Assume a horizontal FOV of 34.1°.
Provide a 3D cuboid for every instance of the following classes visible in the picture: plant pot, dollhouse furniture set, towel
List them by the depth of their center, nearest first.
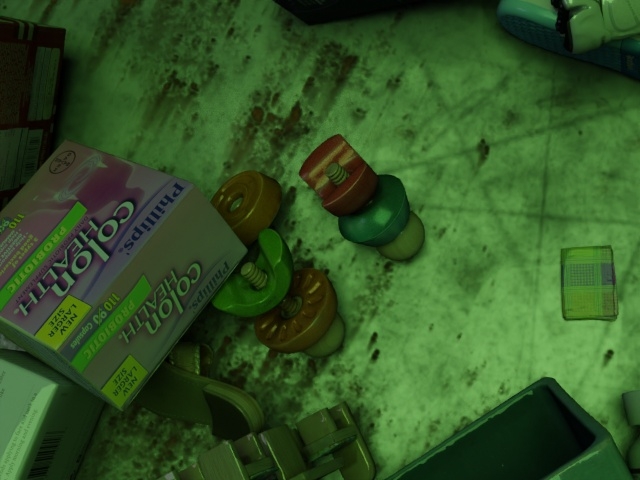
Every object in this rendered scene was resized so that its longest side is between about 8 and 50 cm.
[{"bbox_3d":[0.210,0.323,1.012,0.247,0.247,0.252,-33,95,2],"label":"plant pot"},{"bbox_3d":[-0.075,0.300,1.075,0.242,0.212,0.161,-33,75,29],"label":"dollhouse furniture set"},{"bbox_3d":[0.295,0.048,1.152,0.060,0.009,0.083,-3,80,10],"label":"towel"}]

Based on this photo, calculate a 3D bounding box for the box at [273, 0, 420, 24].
[{"bbox_3d":[0.066,-0.349,1.138,0.270,0.165,0.143,-6,79,28],"label":"box"}]

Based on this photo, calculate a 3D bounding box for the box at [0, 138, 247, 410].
[{"bbox_3d":[-0.243,0.027,1.110,0.243,0.117,0.214,21,65,41],"label":"box"}]

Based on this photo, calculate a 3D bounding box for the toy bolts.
[{"bbox_3d":[0.000,0.000,1.171,0.228,0.158,0.218,-40,36,11],"label":"toy bolts"}]

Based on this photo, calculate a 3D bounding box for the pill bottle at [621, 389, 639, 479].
[{"bbox_3d":[0.378,0.253,1.047,0.121,0.121,0.221,-12,78,7],"label":"pill bottle"}]

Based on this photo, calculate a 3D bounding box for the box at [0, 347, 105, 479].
[{"bbox_3d":[-0.337,0.218,1.139,0.119,0.182,0.181,21,85,10],"label":"box"}]

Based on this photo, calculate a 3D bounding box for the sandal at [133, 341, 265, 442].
[{"bbox_3d":[-0.140,0.154,1.175,0.240,0.079,0.088,17,126,36],"label":"sandal"}]

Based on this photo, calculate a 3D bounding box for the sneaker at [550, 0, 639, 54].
[{"bbox_3d":[0.281,-0.339,1.065,0.118,0.110,0.292,-10,86,9],"label":"sneaker"}]

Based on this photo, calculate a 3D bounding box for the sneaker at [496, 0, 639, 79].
[{"bbox_3d":[0.374,-0.285,1.135,0.319,0.127,0.208,22,86,11],"label":"sneaker"}]

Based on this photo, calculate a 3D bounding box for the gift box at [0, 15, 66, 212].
[{"bbox_3d":[-0.460,-0.153,1.193,0.258,0.276,0.255,13,96,7],"label":"gift box"}]
